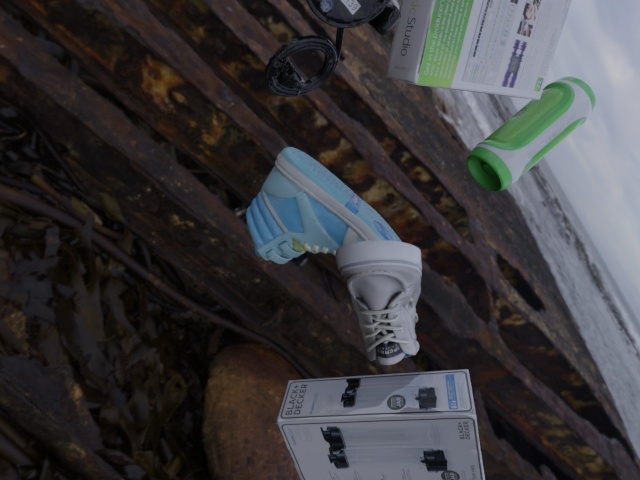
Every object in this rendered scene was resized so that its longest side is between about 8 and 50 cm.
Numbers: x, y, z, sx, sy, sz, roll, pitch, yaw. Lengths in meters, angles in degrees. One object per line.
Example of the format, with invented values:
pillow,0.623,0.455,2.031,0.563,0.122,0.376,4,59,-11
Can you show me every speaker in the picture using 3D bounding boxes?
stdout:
speaker,0.484,-0.245,1.047,0.131,0.297,0.131,49,-6,7

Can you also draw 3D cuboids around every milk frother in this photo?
milk frother,-0.014,-0.222,0.403,0.129,0.143,0.134,53,8,-50

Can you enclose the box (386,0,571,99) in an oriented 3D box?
box,0.235,-0.319,0.607,0.322,0.232,0.059,-10,30,-40

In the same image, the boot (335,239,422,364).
boot,0.084,0.086,0.545,0.258,0.095,0.123,39,47,-65

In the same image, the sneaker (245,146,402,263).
sneaker,0.000,0.000,0.853,0.319,0.208,0.127,42,18,3

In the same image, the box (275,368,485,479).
box,0.095,0.298,0.710,0.087,0.290,0.169,-73,150,-59
